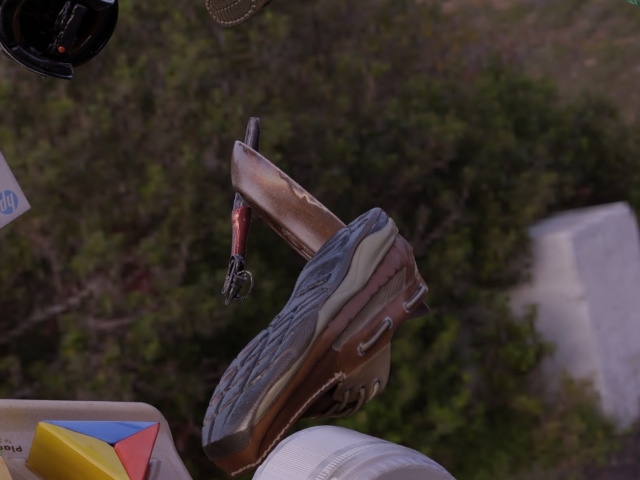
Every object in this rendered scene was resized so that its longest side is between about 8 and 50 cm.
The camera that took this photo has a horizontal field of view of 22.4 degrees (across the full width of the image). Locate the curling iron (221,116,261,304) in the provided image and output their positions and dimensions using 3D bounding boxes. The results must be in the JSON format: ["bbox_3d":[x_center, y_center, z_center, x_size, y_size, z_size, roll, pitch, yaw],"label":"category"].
[{"bbox_3d":[-0.103,-0.042,2.292,0.035,0.274,0.068,12,-15,-22],"label":"curling iron"}]

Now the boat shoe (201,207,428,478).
[{"bbox_3d":[0.013,0.103,1.496,0.122,0.120,0.324,-29,18,48],"label":"boat shoe"}]

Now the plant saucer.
[{"bbox_3d":[0.000,0.000,1.930,0.050,0.310,0.310,-48,10,-3],"label":"plant saucer"}]

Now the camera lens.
[{"bbox_3d":[0.045,0.352,2.005,0.219,0.219,0.274,-13,7,-24],"label":"camera lens"}]

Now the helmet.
[{"bbox_3d":[-0.329,-0.280,1.961,0.169,0.169,0.161,-10,21,-4],"label":"helmet"}]

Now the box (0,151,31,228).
[{"bbox_3d":[-0.397,-0.074,1.627,0.145,0.186,0.038,-37,26,-29],"label":"box"}]

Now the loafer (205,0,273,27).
[{"bbox_3d":[-0.068,-0.283,1.785,0.148,0.056,0.050,-26,9,41],"label":"loafer"}]

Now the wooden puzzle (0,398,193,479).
[{"bbox_3d":[-0.200,0.227,1.206,0.322,0.080,0.348,5,33,-31],"label":"wooden puzzle"}]

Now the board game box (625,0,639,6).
[{"bbox_3d":[0.477,-0.330,2.119,0.136,0.030,0.260,-15,23,-14],"label":"board game box"}]
